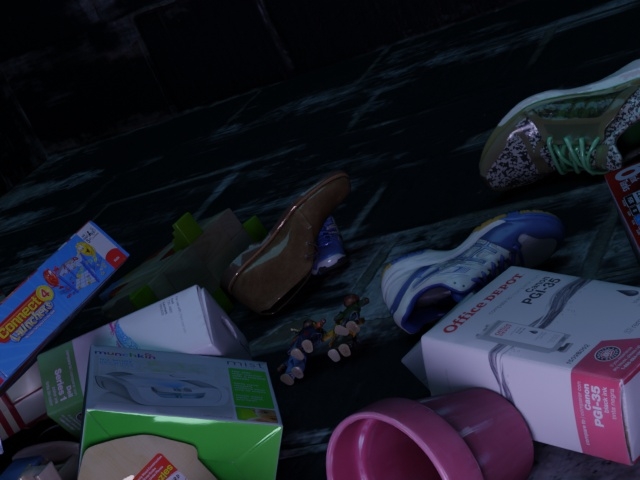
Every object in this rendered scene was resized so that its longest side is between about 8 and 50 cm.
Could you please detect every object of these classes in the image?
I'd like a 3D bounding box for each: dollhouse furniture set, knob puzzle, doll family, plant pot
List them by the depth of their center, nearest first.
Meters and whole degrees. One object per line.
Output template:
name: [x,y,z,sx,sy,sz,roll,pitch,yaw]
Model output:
plant pot: [0.136,0.256,1.514,0.180,0.201,0.201,-22,12,-42]
knob puzzle: [-0.230,0.334,1.717,0.213,0.213,0.030,-31,1,-15]
dollhouse furniture set: [-0.447,0.258,1.864,0.286,0.303,0.198,-14,23,30]
doll family: [0.003,0.153,2.107,0.193,0.076,0.111,-24,24,16]

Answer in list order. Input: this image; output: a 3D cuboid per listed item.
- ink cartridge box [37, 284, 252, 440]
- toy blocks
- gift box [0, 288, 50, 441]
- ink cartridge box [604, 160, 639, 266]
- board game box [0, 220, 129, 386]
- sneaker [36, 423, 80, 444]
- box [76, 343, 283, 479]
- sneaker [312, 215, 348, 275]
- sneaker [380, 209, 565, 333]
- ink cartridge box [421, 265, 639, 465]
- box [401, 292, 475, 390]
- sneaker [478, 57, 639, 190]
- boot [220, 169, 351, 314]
ink cartridge box: [-0.259,0.208,2.065,0.278,0.201,0.117,-24,54,7]
toy blocks: [-0.301,0.088,2.555,0.261,0.190,0.381,-26,14,40]
gift box: [-0.597,0.232,2.382,0.255,0.258,0.276,-30,14,-9]
ink cartridge box: [0.552,-0.036,1.809,0.272,0.130,0.309,-22,19,10]
board game box: [-0.469,0.148,2.075,0.308,0.086,0.302,-43,5,47]
sneaker: [-0.390,0.313,2.237,0.161,0.057,0.075,-25,2,8]
box: [-0.197,0.253,1.853,0.262,0.126,0.231,7,17,-9]
sneaker: [0.000,0.000,2.491,0.080,0.081,0.211,-24,21,1]
sneaker: [0.241,0.059,2.040,0.296,0.112,0.131,-24,36,10]
ink cartridge box: [0.291,0.140,1.597,0.283,0.117,0.207,10,32,42]
box: [0.186,0.146,1.815,0.101,0.087,0.102,-41,-6,-37]
sneaker: [0.460,-0.172,2.292,0.410,0.158,0.182,-25,36,19]
boot: [-0.034,0.007,2.408,0.115,0.112,0.305,39,80,22]
